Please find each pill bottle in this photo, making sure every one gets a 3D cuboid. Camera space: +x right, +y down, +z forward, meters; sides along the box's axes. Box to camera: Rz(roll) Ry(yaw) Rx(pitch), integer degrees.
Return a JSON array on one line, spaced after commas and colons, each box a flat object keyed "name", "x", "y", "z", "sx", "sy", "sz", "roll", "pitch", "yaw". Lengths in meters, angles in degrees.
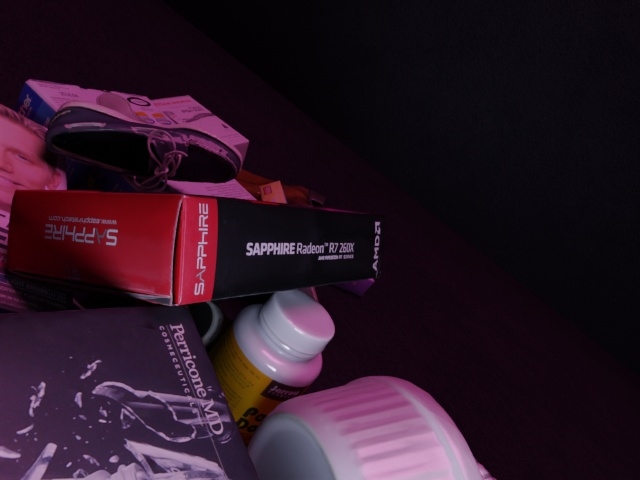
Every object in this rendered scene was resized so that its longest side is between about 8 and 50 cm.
[{"name": "pill bottle", "x": -0.079, "y": 0.158, "z": 0.617, "sx": 0.117, "sy": 0.215, "sz": 0.117, "roll": 33, "pitch": 21, "yaw": -14}]

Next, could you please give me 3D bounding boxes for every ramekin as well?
[{"name": "ramekin", "x": 0.020, "y": 0.270, "z": 0.498, "sx": 0.127, "sy": 0.272, "sz": 0.272, "roll": 7, "pitch": 34, "yaw": -32}]

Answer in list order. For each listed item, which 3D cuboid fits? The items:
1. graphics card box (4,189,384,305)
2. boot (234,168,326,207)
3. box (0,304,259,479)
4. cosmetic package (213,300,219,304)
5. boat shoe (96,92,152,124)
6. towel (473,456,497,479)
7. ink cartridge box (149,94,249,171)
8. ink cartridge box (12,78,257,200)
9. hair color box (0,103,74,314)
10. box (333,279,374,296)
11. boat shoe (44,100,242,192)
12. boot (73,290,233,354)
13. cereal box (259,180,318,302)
[{"name": "graphics card box", "x": -0.106, "y": 0.000, "z": 0.590, "sx": 0.233, "sy": 0.094, "sz": 0.371, "roll": 4, "pitch": 1, "yaw": 32}, {"name": "boot", "x": -0.138, "y": -0.098, "z": 1.179, "sx": 0.281, "sy": 0.096, "sz": 0.264, "roll": 21, "pitch": 29, "yaw": 0}, {"name": "box", "x": -0.178, "y": 0.224, "z": 0.272, "sx": 0.313, "sy": 0.179, "sz": 0.343, "roll": 7, "pitch": 49, "yaw": -56}, {"name": "cosmetic package", "x": -0.163, "y": 0.070, "z": 0.808, "sx": 0.041, "sy": 0.115, "sz": 0.060, "roll": 39, "pitch": 19, "yaw": 0}, {"name": "boat shoe", "x": -0.298, "y": -0.183, "z": 0.811, "sx": 0.125, "sy": 0.038, "sz": 0.046, "roll": 36, "pitch": 63, "yaw": 9}, {"name": "towel", "x": 0.189, "y": 0.389, "z": 0.561, "sx": 0.235, "sy": 0.121, "sz": 0.283, "roll": 47, "pitch": -19, "yaw": 40}, {"name": "ink cartridge box", "x": -0.298, "y": -0.236, "z": 1.192, "sx": 0.218, "sy": 0.092, "sz": 0.159, "roll": 37, "pitch": 36, "yaw": 19}, {"name": "ink cartridge box", "x": -0.331, "y": -0.123, "z": 0.888, "sx": 0.395, "sy": 0.151, "sz": 0.270, "roll": 44, "pitch": 22, "yaw": 11}, {"name": "hair color box", "x": -0.392, "y": -0.032, "z": 0.588, "sx": 0.174, "sy": 0.105, "sz": 0.347, "roll": 32, "pitch": 23, "yaw": -46}, {"name": "box", "x": 0.000, "y": 0.000, "z": 1.314, "sx": 0.201, "sy": 0.057, "sz": 0.293, "roll": 25, "pitch": 24, "yaw": -32}, {"name": "boat shoe", "x": -0.232, "y": -0.120, "z": 0.709, "sx": 0.255, "sy": 0.095, "sz": 0.079, "roll": 17, "pitch": 37, "yaw": -22}, {"name": "boot", "x": -0.224, "y": 0.098, "z": 0.723, "sx": 0.245, "sy": 0.088, "sz": 0.176, "roll": 21, "pitch": -16, "yaw": 16}, {"name": "cereal box", "x": -0.055, "y": 0.030, "z": 0.976, "sx": 0.173, "sy": 0.048, "sz": 0.240, "roll": -109, "pitch": -178, "yaw": -56}]
